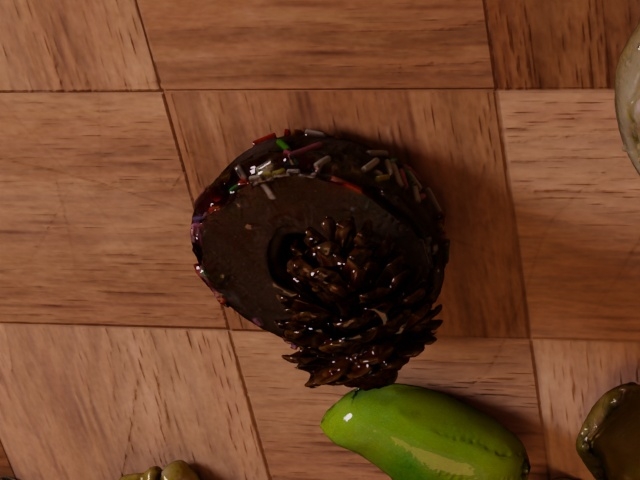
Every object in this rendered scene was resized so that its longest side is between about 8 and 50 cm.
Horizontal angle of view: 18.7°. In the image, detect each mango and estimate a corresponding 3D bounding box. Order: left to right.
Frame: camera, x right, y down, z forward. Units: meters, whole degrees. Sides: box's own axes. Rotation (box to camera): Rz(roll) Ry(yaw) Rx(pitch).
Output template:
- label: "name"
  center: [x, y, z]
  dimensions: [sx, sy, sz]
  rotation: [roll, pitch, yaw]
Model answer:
- label: "mango"
  center: [0.114, 0.222, 2.120]
  dimensions: [0.233, 0.111, 0.125]
  rotation: [14, 130, 4]

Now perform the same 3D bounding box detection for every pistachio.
- label: "pistachio"
  center: [0.316, 0.202, 2.084]
  dimensions: [0.090, 0.049, 0.173]
  rotation: [-8, 133, -10]

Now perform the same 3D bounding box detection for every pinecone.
- label: "pinecone"
  center: [0.032, 0.060, 1.825]
  dimensions: [0.174, 0.173, 0.173]
  rotation: [8, 134, 9]

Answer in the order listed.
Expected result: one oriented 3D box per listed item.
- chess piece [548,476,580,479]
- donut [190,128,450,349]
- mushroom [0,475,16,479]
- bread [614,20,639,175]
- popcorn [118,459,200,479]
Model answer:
- label: "chess piece"
  center: [0.244, 0.344, 2.220]
  dimensions: [0.094, 0.094, 0.170]
  rotation: [28, 141, -11]
- label: "donut"
  center: [0.000, 0.000, 1.947]
  dimensions: [0.270, 0.103, 0.269]
  rotation: [8, 132, 9]
- label: "mushroom"
  center: [-0.407, 0.366, 2.402]
  dimensions: [0.154, 0.122, 0.154]
  rotation: [0, 91, 31]
- label: "bread"
  center: [0.405, -0.129, 1.666]
  dimensions: [0.306, 0.158, 0.305]
  rotation: [10, 132, 11]
- label: "popcorn"
  center: [-0.180, 0.358, 2.310]
  dimensions: [0.200, 0.226, 0.203]
  rotation: [-4, 97, -24]
